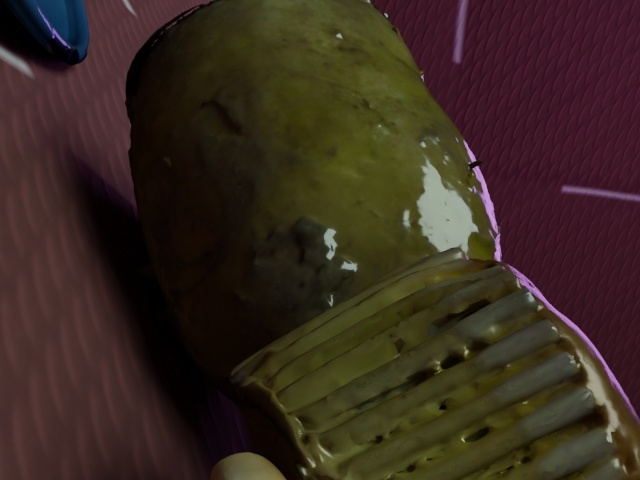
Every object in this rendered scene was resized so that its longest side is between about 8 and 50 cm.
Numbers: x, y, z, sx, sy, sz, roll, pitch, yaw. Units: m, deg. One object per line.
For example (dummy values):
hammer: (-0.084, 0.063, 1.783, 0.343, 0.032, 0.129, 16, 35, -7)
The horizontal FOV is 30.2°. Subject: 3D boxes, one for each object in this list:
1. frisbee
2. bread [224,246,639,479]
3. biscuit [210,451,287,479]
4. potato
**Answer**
frisbee: (-0.232, -0.235, 0.840, 0.242, 0.045, 0.242, -21, 90, -88)
bread: (0.085, 0.147, 0.530, 0.288, 0.156, 0.204, 65, -10, -8)
biscuit: (0.021, 0.201, 0.430, 0.160, 0.030, 0.250, -117, -174, -50)
potato: (0.000, 0.000, 0.716, 0.229, 0.229, 0.266, 43, 12, -40)
